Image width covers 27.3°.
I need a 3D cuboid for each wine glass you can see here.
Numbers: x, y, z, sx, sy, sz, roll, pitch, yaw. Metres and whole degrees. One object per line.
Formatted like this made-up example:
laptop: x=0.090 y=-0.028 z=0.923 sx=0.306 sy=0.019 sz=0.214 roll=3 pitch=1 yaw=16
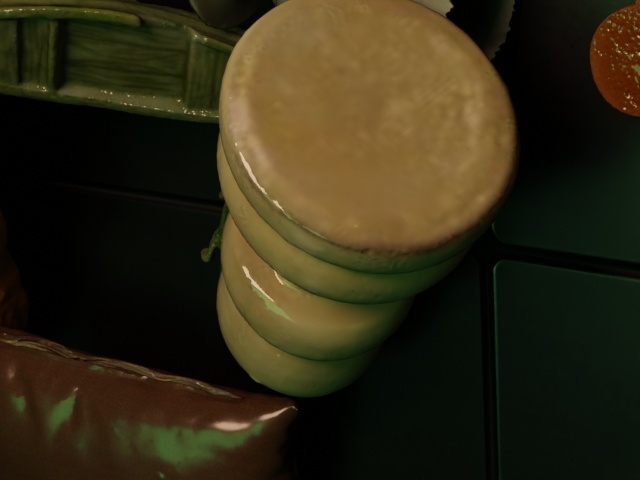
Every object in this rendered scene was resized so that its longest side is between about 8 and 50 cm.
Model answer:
wine glass: x=0.018 y=-0.158 z=0.812 sx=0.202 sy=0.093 sz=0.093 roll=15 pitch=115 yaw=35

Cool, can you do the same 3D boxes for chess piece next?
chess piece: x=0.000 y=0.000 z=0.808 sx=0.167 sy=0.167 sz=0.300 roll=49 pitch=154 yaw=14

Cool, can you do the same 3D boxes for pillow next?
pillow: x=-0.142 y=0.219 z=1.045 sx=0.307 sy=0.108 sz=0.306 roll=10 pitch=121 yaw=24

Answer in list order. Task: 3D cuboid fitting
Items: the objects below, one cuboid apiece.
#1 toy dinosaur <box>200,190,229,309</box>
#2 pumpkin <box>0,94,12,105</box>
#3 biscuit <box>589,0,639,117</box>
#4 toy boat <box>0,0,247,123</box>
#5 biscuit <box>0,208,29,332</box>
toy dinosaur: x=-0.064 y=-0.009 z=0.939 sx=0.029 sy=0.120 sz=0.060 roll=18 pitch=151 yaw=-6
pumpkin: x=-0.310 y=-0.203 z=1.009 sx=0.233 sy=0.163 sz=0.233 roll=27 pitch=129 yaw=39
biscuit: x=0.194 y=-0.108 z=0.740 sx=0.091 sy=0.015 sz=0.078 roll=0 pitch=107 yaw=38
toy boat: x=-0.164 y=-0.128 z=0.893 sx=0.093 sy=0.292 sz=0.055 roll=107 pitch=165 yaw=-53
biscuit: x=-0.388 y=-0.046 z=1.062 sx=0.349 sy=0.078 sz=0.455 roll=17 pitch=145 yaw=26
